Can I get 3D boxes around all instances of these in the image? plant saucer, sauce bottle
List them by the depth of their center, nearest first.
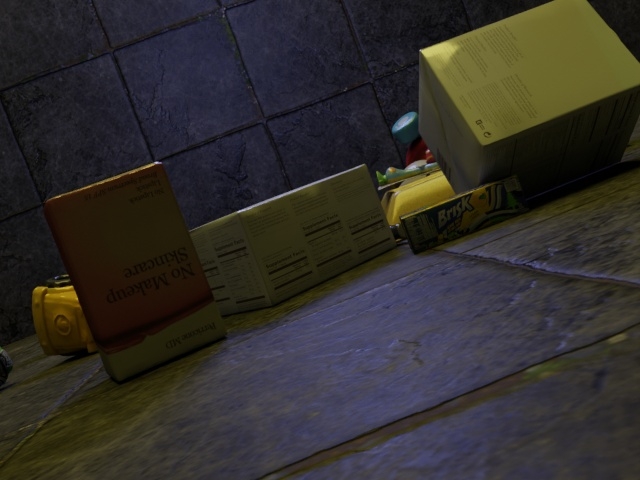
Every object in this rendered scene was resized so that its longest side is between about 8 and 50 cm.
[{"bbox_3d":[0.098,-0.006,1.308,0.042,0.042,0.128,-24,5,-38],"label":"sauce bottle"},{"bbox_3d":[0.251,-0.095,1.474,0.332,0.081,0.333,-22,3,2],"label":"plant saucer"}]

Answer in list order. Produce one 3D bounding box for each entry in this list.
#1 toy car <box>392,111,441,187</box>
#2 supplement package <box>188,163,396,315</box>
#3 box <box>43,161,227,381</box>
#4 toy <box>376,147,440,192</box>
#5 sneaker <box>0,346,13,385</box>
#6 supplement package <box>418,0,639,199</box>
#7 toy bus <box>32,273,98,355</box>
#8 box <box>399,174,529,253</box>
[{"bbox_3d":[0.256,-0.146,1.716,0.210,0.219,0.238,-17,35,46],"label":"toy car"},{"bbox_3d":[-0.054,0.001,1.244,0.261,0.145,0.204,-23,4,-37],"label":"supplement package"},{"bbox_3d":[-0.234,0.039,0.985,0.148,0.233,0.127,-22,4,-21],"label":"box"},{"bbox_3d":[0.214,-0.152,1.447,0.237,0.056,0.137,-21,5,8],"label":"toy"},{"bbox_3d":[-0.624,0.219,1.375,0.146,0.134,0.343,-22,3,-22],"label":"sneaker"},{"bbox_3d":[0.307,-0.199,1.179,0.262,0.199,0.198,-21,-30,-6],"label":"supplement package"},{"bbox_3d":[-0.399,0.129,1.498,0.211,0.150,0.220,-3,10,33],"label":"toy bus"},{"bbox_3d":[0.197,-0.038,1.087,0.168,0.054,0.059,-20,4,4],"label":"box"}]
